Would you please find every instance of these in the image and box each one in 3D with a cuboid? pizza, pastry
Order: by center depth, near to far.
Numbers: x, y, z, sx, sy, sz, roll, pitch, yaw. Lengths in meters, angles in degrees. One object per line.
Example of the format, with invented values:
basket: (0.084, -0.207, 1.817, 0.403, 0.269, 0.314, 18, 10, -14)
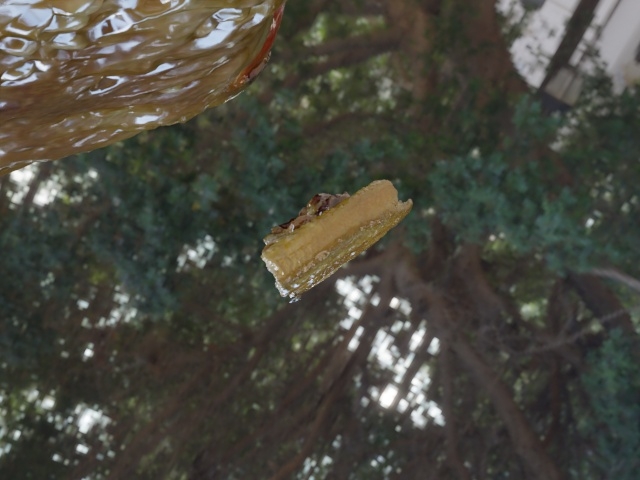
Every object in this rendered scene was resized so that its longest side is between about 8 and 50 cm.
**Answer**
pastry: (-0.139, -0.120, 0.445, 0.255, 0.162, 0.311, -13, 177, -21)
pizza: (-0.002, 0.000, 1.066, 0.069, 0.154, 0.194, 53, 163, 2)

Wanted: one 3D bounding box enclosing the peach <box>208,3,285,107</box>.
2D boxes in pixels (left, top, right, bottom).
peach: (-0.222, -0.351, 1.487, 0.370, 0.370, 0.370, 24, -160, -10)
